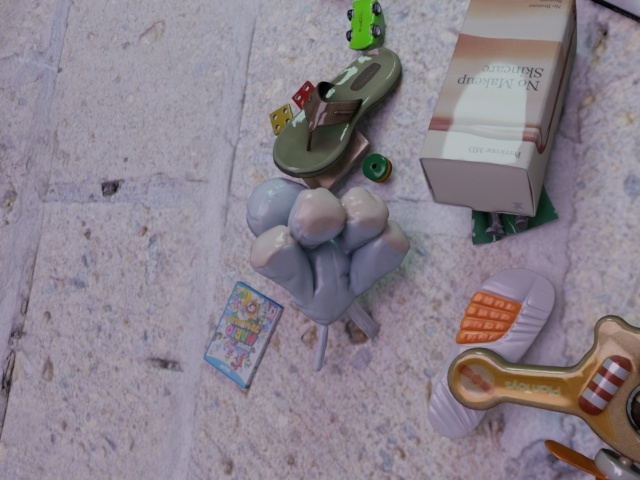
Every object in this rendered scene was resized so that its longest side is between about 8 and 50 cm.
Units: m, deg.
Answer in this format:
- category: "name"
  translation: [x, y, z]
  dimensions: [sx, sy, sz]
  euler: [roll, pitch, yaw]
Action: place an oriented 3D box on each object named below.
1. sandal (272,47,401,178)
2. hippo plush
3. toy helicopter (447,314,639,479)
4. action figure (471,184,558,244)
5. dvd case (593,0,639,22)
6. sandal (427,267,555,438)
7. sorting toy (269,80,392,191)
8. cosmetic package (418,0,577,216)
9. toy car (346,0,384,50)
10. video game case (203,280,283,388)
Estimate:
- category: "sandal"
  translation: [0.020, -0.231, 1.132]
  dimensions: [0.120, 0.086, 0.302]
  euler: [29, 72, 26]
- category: "hippo plush"
  translation: [0.000, 0.000, 1.109]
  dimensions: [0.234, 0.294, 0.236]
  euler: [-30, 36, -3]
- category: "toy helicopter"
  translation: [0.336, 0.209, 0.847]
  dimensions: [0.355, 0.140, 0.234]
  euler: [2, 92, 26]
- category: "action figure"
  translation: [0.268, -0.123, 1.024]
  dimensions: [0.137, 0.064, 0.232]
  euler: [-19, 66, 32]
- category: "dvd case"
  translation: [0.515, -0.376, 0.932]
  dimensions: [0.239, 0.030, 0.179]
  euler: [44, 104, 33]
- category: "sandal"
  translation: [0.236, 0.157, 0.966]
  dimensions: [0.102, 0.076, 0.265]
  euler: [31, 95, 18]
- category: "sorting toy"
  translation: [0.011, -0.166, 1.208]
  dimensions: [0.132, 0.046, 0.274]
  euler: [-48, 59, 16]
- category: "cosmetic package"
  translation: [0.256, -0.198, 0.946]
  dimensions: [0.153, 0.129, 0.296]
  euler: [9, 67, 25]
- category: "toy car"
  translation: [0.087, -0.442, 1.214]
  dimensions: [0.239, 0.053, 0.224]
  euler: [-2, 79, 34]
- category: "video game case"
  translation: [-0.146, 0.174, 1.257]
  dimensions: [0.119, 0.015, 0.166]
  euler: [27, 95, 34]
